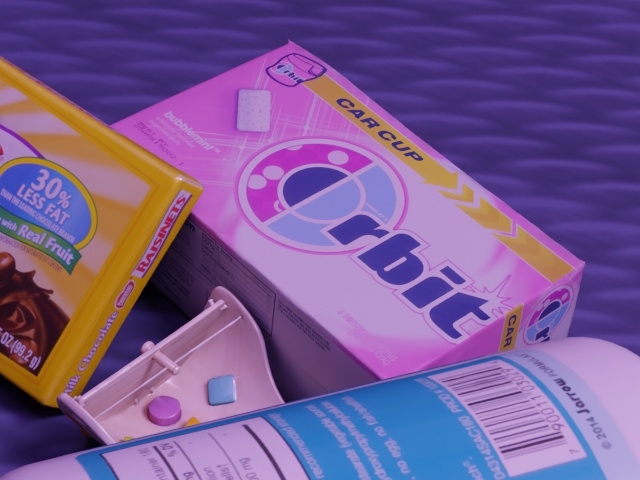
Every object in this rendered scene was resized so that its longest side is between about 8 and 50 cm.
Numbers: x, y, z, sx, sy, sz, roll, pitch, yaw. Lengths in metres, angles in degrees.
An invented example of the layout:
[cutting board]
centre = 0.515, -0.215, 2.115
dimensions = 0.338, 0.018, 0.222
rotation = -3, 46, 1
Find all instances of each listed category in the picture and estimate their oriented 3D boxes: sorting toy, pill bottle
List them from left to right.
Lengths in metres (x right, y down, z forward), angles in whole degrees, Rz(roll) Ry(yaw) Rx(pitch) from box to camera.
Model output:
[sorting toy]
centre = -0.045, 0.071, 0.631
dimensions = 0.075, 0.045, 0.083
rotation = 41, 53, 21
[pill bottle]
centre = -0.012, 0.124, 0.504
dimensions = 0.264, 0.146, 0.146
rotation = -12, 47, -18

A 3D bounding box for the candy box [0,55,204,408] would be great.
[candy box]
centre = -0.154, -0.029, 0.683
dimensions = 0.206, 0.027, 0.105
rotation = 32, 90, 23

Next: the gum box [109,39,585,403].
[gum box]
centre = 0.000, 0.000, 0.691
dimensions = 0.107, 0.062, 0.188
rotation = -30, 55, -32
